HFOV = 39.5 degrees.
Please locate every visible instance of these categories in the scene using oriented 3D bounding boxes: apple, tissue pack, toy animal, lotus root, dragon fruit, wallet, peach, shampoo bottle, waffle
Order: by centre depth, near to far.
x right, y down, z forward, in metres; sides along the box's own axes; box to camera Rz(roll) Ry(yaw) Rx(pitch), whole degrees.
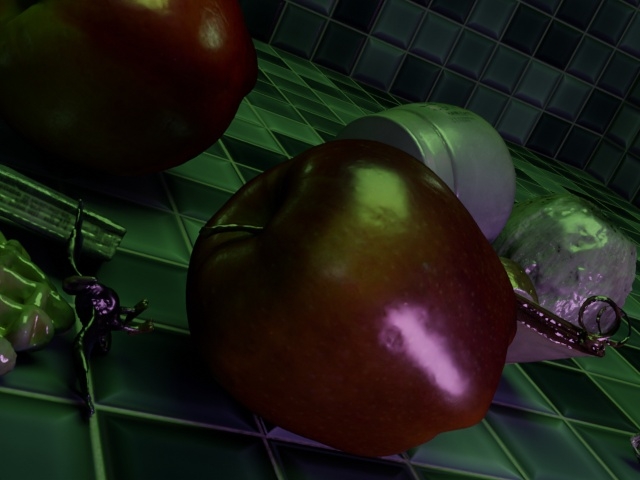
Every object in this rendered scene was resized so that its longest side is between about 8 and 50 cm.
[{"bbox_3d":[-0.377,0.017,0.780,0.292,0.056,0.309,4,27,-49],"label":"waffle"},{"bbox_3d":[-0.203,0.063,0.809,0.108,0.062,0.220,46,25,-56],"label":"toy animal"},{"bbox_3d":[0.029,0.053,0.869,0.317,0.288,0.288,38,14,-17],"label":"apple"},{"bbox_3d":[-0.291,-0.028,0.960,0.156,0.051,0.112,27,-7,-15],"label":"tissue pack"},{"bbox_3d":[0.182,0.085,1.133,0.335,0.068,0.275,23,-21,-11],"label":"wallet"},{"bbox_3d":[-0.265,-0.262,1.236,0.388,0.388,0.388,23,18,-8],"label":"peach"},{"bbox_3d":[0.276,0.088,1.370,0.122,0.112,0.081,21,24,-17],"label":"lotus root"},{"bbox_3d":[0.162,-0.090,1.456,0.266,0.273,0.273,-3,33,-45],"label":"shampoo bottle"},{"bbox_3d":[0.395,0.024,1.555,0.204,0.221,0.283,20,20,-37],"label":"dragon fruit"}]

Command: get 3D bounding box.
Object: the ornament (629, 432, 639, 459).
[{"bbox_3d":[0.443,0.284,1.168,0.092,0.041,0.068,18,22,-52],"label":"ornament"}]
